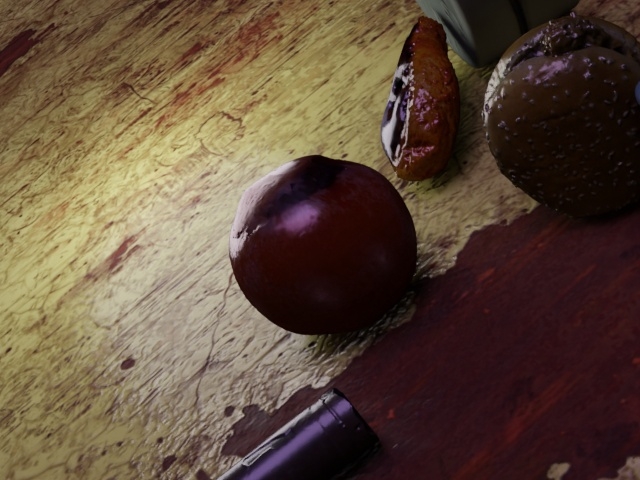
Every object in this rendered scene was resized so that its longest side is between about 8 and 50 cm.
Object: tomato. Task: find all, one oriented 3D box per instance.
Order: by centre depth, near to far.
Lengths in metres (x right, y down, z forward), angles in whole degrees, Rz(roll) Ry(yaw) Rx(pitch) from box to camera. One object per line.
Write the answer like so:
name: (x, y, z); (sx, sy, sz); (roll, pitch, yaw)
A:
tomato: (0.000, 0.000, 1.578); (0.208, 0.184, 0.208); (-24, 36, 18)

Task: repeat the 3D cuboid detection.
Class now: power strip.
power strip: (0.173, -0.395, 1.797); (0.161, 0.357, 0.357); (-33, 34, 2)

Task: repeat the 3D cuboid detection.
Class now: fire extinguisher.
fire extinguisher: (-0.069, 0.251, 1.413); (0.268, 0.089, 0.072); (-37, 59, -5)

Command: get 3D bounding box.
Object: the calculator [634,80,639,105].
calculator: (0.463, -0.160, 1.410); (0.299, 0.041, 0.185); (-8, 39, -9)

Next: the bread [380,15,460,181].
bread: (0.131, -0.177, 1.758); (0.269, 0.095, 0.139); (-78, 9, -54)

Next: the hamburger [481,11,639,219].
hamburger: (0.267, -0.131, 1.490); (0.189, 0.215, 0.122); (-23, 29, 19)
